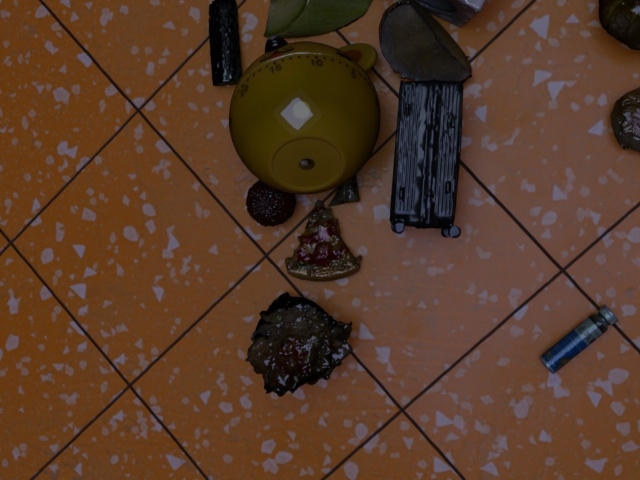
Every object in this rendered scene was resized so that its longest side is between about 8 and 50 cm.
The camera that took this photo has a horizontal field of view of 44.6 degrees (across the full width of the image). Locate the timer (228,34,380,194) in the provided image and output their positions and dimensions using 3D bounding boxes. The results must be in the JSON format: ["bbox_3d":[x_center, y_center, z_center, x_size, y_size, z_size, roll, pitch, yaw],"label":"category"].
[{"bbox_3d":[-0.041,-0.302,1.759,0.375,0.376,0.387,-16,45,12],"label":"timer"}]

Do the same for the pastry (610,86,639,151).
[{"bbox_3d":[0.714,-0.265,1.708,0.153,0.081,0.154,-1,82,8],"label":"pastry"}]

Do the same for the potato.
[{"bbox_3d":[0.227,-0.444,1.797,0.138,0.098,0.243,-36,111,29],"label":"potato"}]

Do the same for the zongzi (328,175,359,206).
[{"bbox_3d":[0.051,-0.125,1.876,0.083,0.040,0.076,-10,82,29],"label":"zongzi"}]

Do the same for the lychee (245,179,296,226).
[{"bbox_3d":[-0.122,-0.089,1.861,0.123,0.129,0.123,16,125,24],"label":"lychee"}]

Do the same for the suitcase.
[{"bbox_3d":[0.239,-0.177,1.734,0.152,0.229,0.335,4,91,4],"label":"suitcase"}]

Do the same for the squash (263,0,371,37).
[{"bbox_3d":[0.001,-0.586,1.881,0.204,0.155,0.237,19,99,48],"label":"squash"}]

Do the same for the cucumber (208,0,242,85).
[{"bbox_3d":[-0.239,-0.488,1.909,0.077,0.062,0.212,-5,91,12],"label":"cucumber"}]

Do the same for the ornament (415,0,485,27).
[{"bbox_3d":[0.273,-0.635,1.687,0.239,0.240,0.240,26,97,-3],"label":"ornament"}]

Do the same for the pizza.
[{"bbox_3d":[0.000,0.000,1.874,0.188,0.062,0.199,-7,89,10],"label":"pizza"}]

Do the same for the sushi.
[{"bbox_3d":[-0.058,0.243,1.812,0.225,0.219,0.239,37,99,5],"label":"sushi"}]

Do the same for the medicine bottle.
[{"bbox_3d":[0.583,0.224,1.762,0.191,0.051,0.051,-43,83,10],"label":"medicine bottle"}]

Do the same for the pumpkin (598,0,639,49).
[{"bbox_3d":[0.703,-0.499,1.668,0.218,0.162,0.219,-2,66,5],"label":"pumpkin"}]
